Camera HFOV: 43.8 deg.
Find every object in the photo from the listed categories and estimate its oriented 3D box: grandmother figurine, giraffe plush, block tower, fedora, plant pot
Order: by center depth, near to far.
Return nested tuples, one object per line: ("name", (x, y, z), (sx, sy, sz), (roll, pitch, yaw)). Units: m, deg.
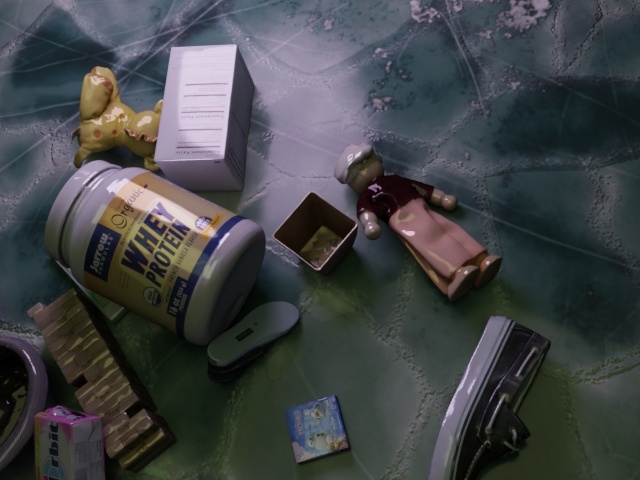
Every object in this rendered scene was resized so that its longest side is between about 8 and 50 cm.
("grandmother figurine", (0.143, -0.045, 1.365), (0.342, 0.208, 0.104), (48, 128, 26))
("fedora", (-0.576, 0.305, 1.368), (0.244, 0.124, 0.275), (10, 62, 13))
("block tower", (-0.380, 0.231, 1.377), (0.097, 0.091, 0.335), (-38, 66, -6))
("plant pot", (0.000, 0.000, 1.388), (0.109, 0.096, 0.109), (36, 79, 23))
("giraffe plush", (-0.374, -0.223, 1.535), (0.170, 0.181, 0.210), (9, 38, -9))

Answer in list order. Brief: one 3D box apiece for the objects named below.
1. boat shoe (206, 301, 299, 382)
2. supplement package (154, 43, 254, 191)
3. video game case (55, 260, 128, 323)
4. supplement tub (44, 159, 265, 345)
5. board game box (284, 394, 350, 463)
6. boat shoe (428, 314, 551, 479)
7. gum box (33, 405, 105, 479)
("boat shoe", (-0.120, 0.173, 1.366), (0.183, 0.083, 0.065), (-28, 62, -30))
("supplement package", (-0.215, -0.229, 1.506), (0.134, 0.139, 0.244), (0, 67, 10))
("video game case", (-0.384, 0.020, 1.502), (0.193, 0.023, 0.212), (-45, 66, -8))
("supplement tub", (-0.277, 0.014, 1.348), (0.316, 0.228, 0.228), (25, 75, 11))
("board game box", (-0.006, 0.309, 1.303), (0.090, 0.020, 0.090), (-19, 65, 5))
("boat shoe", (0.260, 0.271, 1.206), (0.119, 0.121, 0.335), (17, 70, 23))
("gum box", (-0.406, 0.365, 1.285), (0.107, 0.062, 0.188), (-1, 91, 38))
